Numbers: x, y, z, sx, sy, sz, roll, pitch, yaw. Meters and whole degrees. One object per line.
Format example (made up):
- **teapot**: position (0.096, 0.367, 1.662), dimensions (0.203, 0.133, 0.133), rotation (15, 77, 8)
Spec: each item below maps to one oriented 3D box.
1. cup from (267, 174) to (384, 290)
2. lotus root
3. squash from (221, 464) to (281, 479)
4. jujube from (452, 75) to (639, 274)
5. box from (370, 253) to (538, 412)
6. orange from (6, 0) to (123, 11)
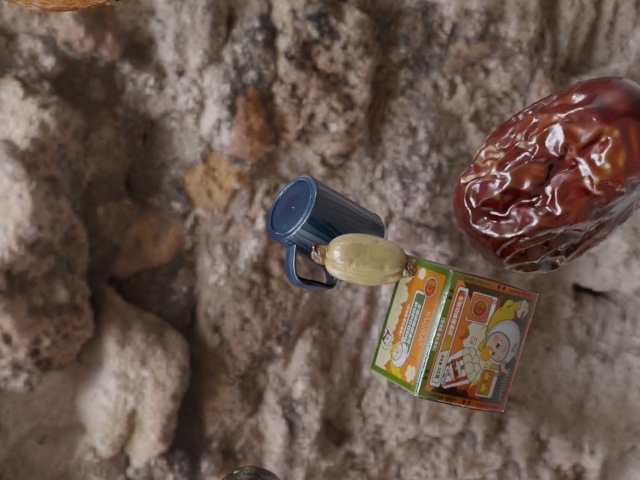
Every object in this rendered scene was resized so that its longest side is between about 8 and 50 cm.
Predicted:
- **cup**: position (0.007, -0.007, 1.336), dimensions (0.113, 0.138, 0.150), rotation (-38, 39, 30)
- **lotus root**: position (0.056, 0.026, 1.252), dimensions (0.073, 0.150, 0.062), rotation (103, 174, -46)
- **squash**: position (-0.133, 0.484, 1.590), dimensions (0.193, 0.155, 0.193), rotation (-172, 90, -71)
- **jujube**: position (0.407, -0.108, 1.553), dimensions (0.376, 0.276, 0.277), rotation (-30, 55, 15)
- **box**: position (0.208, 0.143, 1.423), dimensions (0.148, 0.177, 0.195), rotation (21, 95, 60)
- **orange**: position (-0.208, -0.311, 0.727), dimensions (0.274, 0.310, 0.274), rotation (21, 134, 24)
